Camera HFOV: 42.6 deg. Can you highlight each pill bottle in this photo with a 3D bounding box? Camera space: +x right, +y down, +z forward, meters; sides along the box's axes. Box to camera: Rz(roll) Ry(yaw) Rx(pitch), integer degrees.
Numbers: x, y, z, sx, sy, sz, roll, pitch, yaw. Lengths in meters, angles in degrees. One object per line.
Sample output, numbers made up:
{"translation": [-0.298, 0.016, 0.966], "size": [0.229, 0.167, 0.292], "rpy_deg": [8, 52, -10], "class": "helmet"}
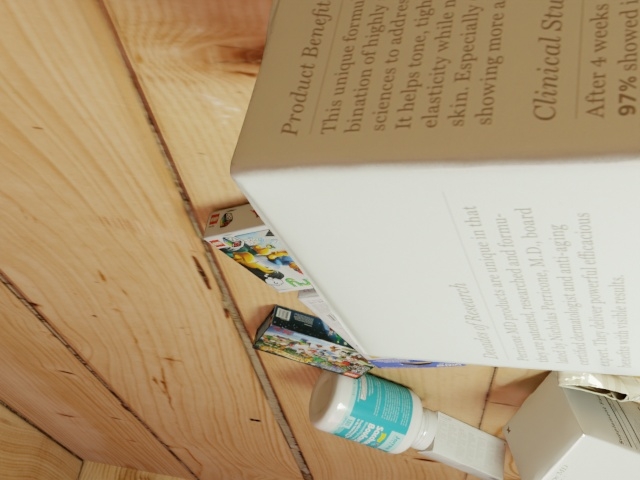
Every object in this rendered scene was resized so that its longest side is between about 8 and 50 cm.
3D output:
{"translation": [0.118, 0.371, 1.773], "size": [0.264, 0.146, 0.146], "rpy_deg": [22, 151, -18], "class": "pill bottle"}

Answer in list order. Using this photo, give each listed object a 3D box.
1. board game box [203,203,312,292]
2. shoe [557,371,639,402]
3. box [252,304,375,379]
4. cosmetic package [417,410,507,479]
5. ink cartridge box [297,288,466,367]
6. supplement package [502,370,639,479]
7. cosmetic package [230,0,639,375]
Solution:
{"translation": [0.000, 0.000, 1.223], "size": [0.305, 0.053, 0.193], "rpy_deg": [-10, 145, 37], "class": "board game box"}
{"translation": [0.522, 0.264, 1.496], "size": [0.218, 0.058, 0.076], "rpy_deg": [20, 152, -14], "class": "shoe"}
{"translation": [-0.004, 0.204, 1.619], "size": [0.233, 0.044, 0.159], "rpy_deg": [18, 152, -10], "class": "box"}
{"translation": [0.341, 0.495, 1.967], "size": [0.239, 0.099, 0.060], "rpy_deg": [29, 151, -27], "class": "cosmetic package"}
{"translation": [0.117, 0.137, 1.419], "size": [0.185, 0.065, 0.311], "rpy_deg": [-8, 143, 29], "class": "ink cartridge box"}
{"translation": [0.531, 0.405, 1.568], "size": [0.292, 0.175, 0.178], "rpy_deg": [22, 118, -19], "class": "supplement package"}
{"translation": [0.198, -0.104, 0.644], "size": [0.393, 0.330, 0.327], "rpy_deg": [1, 151, 23], "class": "cosmetic package"}
